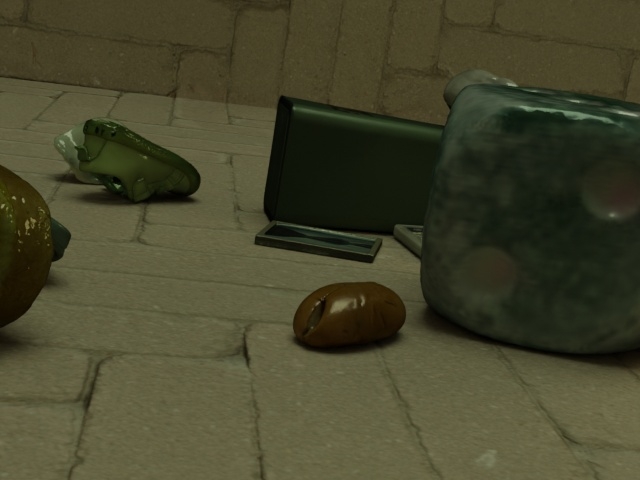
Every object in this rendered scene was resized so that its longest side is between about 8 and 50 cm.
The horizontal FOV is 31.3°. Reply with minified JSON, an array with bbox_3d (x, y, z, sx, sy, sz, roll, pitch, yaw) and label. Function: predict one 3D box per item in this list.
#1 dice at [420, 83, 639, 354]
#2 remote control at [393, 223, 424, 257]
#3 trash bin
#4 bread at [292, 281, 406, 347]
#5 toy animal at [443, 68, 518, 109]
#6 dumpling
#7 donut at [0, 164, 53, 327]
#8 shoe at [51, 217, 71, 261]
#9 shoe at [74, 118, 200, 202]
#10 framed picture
[{"bbox_3d":[0.340,-0.039,1.625,0.348,0.331,0.328,12,14,13],"label":"dice"},{"bbox_3d":[0.196,0.006,2.010,0.087,0.029,0.190,3,14,-15],"label":"remote control"},{"bbox_3d":[0.080,-0.134,2.131,0.343,0.223,0.158,6,13,-14],"label":"trash bin"},{"bbox_3d":[0.040,0.090,1.474,0.114,0.078,0.189,21,16,32],"label":"bread"},{"bbox_3d":[0.371,-0.172,2.134,0.357,0.194,0.258,46,13,-5],"label":"toy animal"},{"bbox_3d":[-0.423,-0.168,2.265,0.228,0.124,0.151,-16,63,-49],"label":"dumpling"},{"bbox_3d":[-0.424,0.000,1.313,0.261,0.209,0.128,35,14,35],"label":"donut"},{"bbox_3d":[-0.440,-0.002,1.583,0.251,0.103,0.100,3,49,50],"label":"shoe"},{"bbox_3d":[-0.350,-0.140,2.129,0.140,0.128,0.262,34,-1,44],"label":"shoe"},{"bbox_3d":[0.000,0.000,1.958,0.203,0.015,0.150,9,13,8],"label":"framed picture"}]
